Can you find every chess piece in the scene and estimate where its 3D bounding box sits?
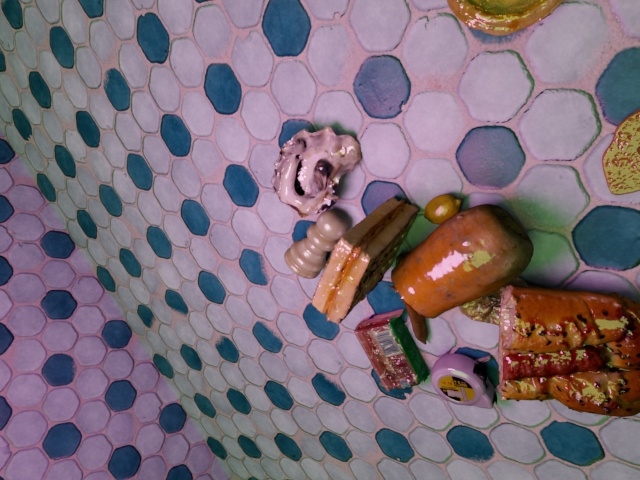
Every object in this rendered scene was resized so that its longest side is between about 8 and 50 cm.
[{"bbox_3d":[0.000,0.000,1.375,0.144,0.144,0.251,43,122,7],"label":"chess piece"}]

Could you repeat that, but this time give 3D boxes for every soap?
[{"bbox_3d":[0.251,0.387,1.420,0.218,0.098,0.273,-23,100,39],"label":"soap"}]

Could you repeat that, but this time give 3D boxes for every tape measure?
[{"bbox_3d":[0.460,0.448,1.318,0.196,0.105,0.178,-1,120,35],"label":"tape measure"}]

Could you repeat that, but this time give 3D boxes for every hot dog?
[{"bbox_3d":[0.656,0.288,1.030,0.366,0.196,0.366,-1,118,19],"label":"hot dog"}]

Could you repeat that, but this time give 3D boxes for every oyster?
[{"bbox_3d":[-0.029,-0.206,1.300,0.238,0.114,0.351,29,131,7],"label":"oyster"}]

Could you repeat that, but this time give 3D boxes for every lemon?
[{"bbox_3d":[0.344,-0.088,1.132,0.111,0.082,0.082,-26,98,37],"label":"lemon"}]

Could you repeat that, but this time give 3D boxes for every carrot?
[{"bbox_3d":[0.374,0.059,1.086,0.224,0.224,0.341,48,122,4],"label":"carrot"},{"bbox_3d":[0.298,0.199,1.317,0.070,0.070,0.341,-3,113,34],"label":"carrot"}]

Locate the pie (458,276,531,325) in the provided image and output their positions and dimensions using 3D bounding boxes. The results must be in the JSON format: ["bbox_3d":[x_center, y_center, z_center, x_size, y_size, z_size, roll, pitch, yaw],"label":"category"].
[{"bbox_3d":[0.507,0.163,1.172,0.219,0.052,0.184,8,114,27],"label":"pie"}]

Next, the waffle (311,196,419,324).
[{"bbox_3d":[0.137,0.040,1.141,0.114,0.376,0.260,35,126,15],"label":"waffle"}]

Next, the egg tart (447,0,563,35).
[{"bbox_3d":[0.402,-0.577,0.845,0.279,0.095,0.278,10,115,24],"label":"egg tart"}]

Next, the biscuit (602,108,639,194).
[{"bbox_3d":[0.705,-0.197,0.877,0.142,0.029,0.220,21,122,25],"label":"biscuit"}]
